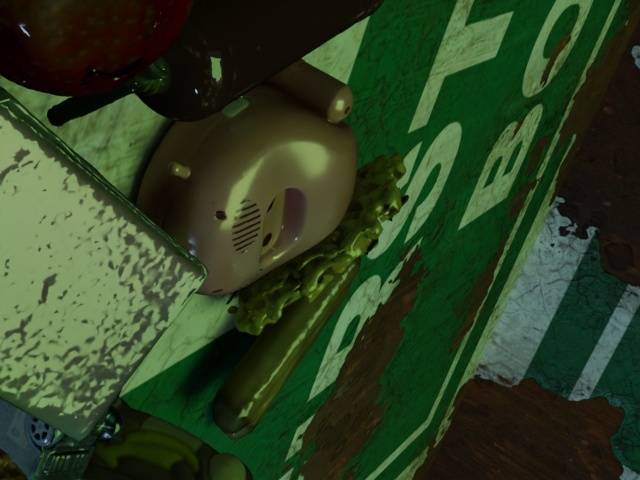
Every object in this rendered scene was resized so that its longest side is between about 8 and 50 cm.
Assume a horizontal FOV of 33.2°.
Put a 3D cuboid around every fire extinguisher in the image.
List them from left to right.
[{"bbox_3d":[-0.079,-0.186,0.928,0.135,0.114,0.337,-17,-163,45],"label":"fire extinguisher"}]

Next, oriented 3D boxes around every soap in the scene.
[{"bbox_3d":[-0.221,0.020,0.798,0.181,0.081,0.259,-55,140,-9],"label":"soap"}]

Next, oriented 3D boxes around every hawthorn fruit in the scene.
[{"bbox_3d":[-0.159,-0.174,0.678,0.181,0.181,0.235,-50,171,-23],"label":"hawthorn fruit"}]

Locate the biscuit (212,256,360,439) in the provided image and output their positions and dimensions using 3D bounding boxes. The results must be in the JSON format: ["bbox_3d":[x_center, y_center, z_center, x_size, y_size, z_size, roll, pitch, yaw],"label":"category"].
[{"bbox_3d":[-0.048,0.142,1.460,0.291,0.062,0.237,-53,174,-11],"label":"biscuit"}]

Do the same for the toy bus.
[{"bbox_3d":[-0.220,0.100,0.985,0.091,0.109,0.262,11,107,-61],"label":"toy bus"}]

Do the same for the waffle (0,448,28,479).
[{"bbox_3d":[-0.302,0.155,0.820,0.042,0.148,0.102,-51,163,9],"label":"waffle"}]

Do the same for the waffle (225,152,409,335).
[{"bbox_3d":[0.002,0.002,1.316,0.280,0.060,0.262,-43,-170,12],"label":"waffle"}]

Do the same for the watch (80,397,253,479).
[{"bbox_3d":[-0.221,0.385,1.157,0.327,0.314,0.335,93,23,-59],"label":"watch"}]

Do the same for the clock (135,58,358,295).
[{"bbox_3d":[-0.078,-0.042,1.086,0.241,0.142,0.227,-39,152,-36],"label":"clock"}]
